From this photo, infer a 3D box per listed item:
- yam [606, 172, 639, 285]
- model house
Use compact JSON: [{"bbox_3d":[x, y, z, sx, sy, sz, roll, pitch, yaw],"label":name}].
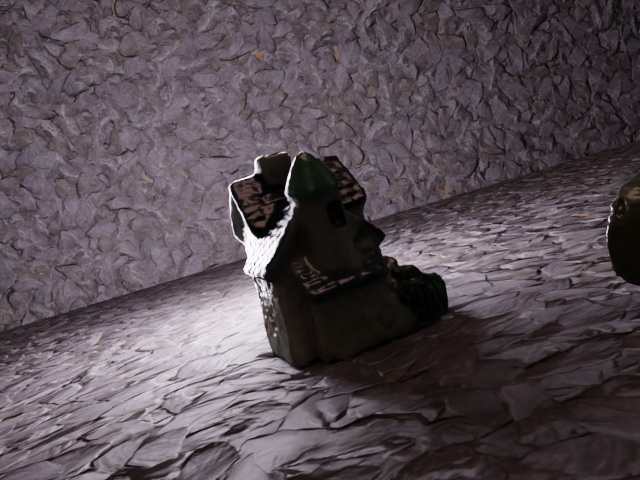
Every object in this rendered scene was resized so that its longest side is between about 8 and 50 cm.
[{"bbox_3d":[0.454,-0.025,0.556,0.330,0.133,0.133,-8,10,40],"label":"yam"},{"bbox_3d":[-0.002,0.001,0.866,0.243,0.284,0.298,-23,8,-18],"label":"model house"}]
